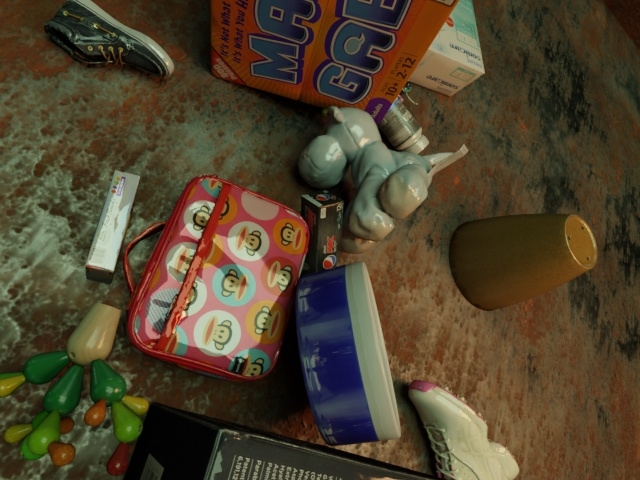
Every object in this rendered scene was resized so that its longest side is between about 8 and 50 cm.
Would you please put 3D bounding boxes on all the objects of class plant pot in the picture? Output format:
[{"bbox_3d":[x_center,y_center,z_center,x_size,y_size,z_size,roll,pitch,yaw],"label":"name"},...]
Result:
[{"bbox_3d":[0.480,0.031,0.937,0.237,0.254,0.237,10,70,-28],"label":"plant pot"}]

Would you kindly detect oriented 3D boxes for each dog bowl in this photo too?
[{"bbox_3d":[0.046,0.171,0.627,0.104,0.265,0.265,-12,80,7],"label":"dog bowl"}]

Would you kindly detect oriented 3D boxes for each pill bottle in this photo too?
[{"bbox_3d":[0.191,-0.266,0.955,0.137,0.078,0.078,48,57,-11],"label":"pill bottle"}]

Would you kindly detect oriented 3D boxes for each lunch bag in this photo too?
[{"bbox_3d":[-0.168,0.052,0.626,0.258,0.120,0.293,23,64,-19],"label":"lunch bag"}]

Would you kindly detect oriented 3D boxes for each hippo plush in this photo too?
[{"bbox_3d":[0.084,-0.144,0.747,0.236,0.234,0.294,45,100,1],"label":"hippo plush"}]

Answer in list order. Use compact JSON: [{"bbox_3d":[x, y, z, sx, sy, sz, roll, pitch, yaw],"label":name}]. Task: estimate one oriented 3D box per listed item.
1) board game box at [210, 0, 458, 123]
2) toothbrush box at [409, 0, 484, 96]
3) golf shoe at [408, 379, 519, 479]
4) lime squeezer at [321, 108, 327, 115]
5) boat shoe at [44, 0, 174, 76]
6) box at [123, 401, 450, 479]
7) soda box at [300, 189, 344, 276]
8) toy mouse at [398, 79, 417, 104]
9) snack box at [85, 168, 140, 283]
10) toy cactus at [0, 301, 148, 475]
[{"bbox_3d":[0.024,-0.498,0.707,0.356,0.356,0.357,13,68,-10],"label":"board game box"},{"bbox_3d":[0.306,-0.575,1.089,0.216,0.126,0.295,7,74,-29],"label":"toothbrush box"},{"bbox_3d":[0.268,0.407,0.784,0.306,0.115,0.140,48,61,-9],"label":"golf shoe"},{"bbox_3d":[0.008,-0.439,0.909,0.110,0.059,0.310,-15,84,-34],"label":"lime squeezer"},{"bbox_3d":[-0.343,-0.312,0.658,0.183,0.065,0.083,30,65,-14],"label":"boat shoe"},{"bbox_3d":[-0.053,0.328,0.470,0.312,0.343,0.179,25,63,-22],"label":"box"},{"bbox_3d":[0.000,0.000,0.716,0.053,0.060,0.169,-17,125,-31],"label":"soda box"},{"bbox_3d":[0.184,-0.381,1.011,0.143,0.031,0.161,32,64,-17],"label":"toy mouse"},{"bbox_3d":[-0.296,-0.016,0.571,0.037,0.100,0.141,16,68,-26],"label":"snack box"},{"bbox_3d":[-0.288,0.169,0.484,0.112,0.219,0.180,50,51,-55],"label":"toy cactus"}]
